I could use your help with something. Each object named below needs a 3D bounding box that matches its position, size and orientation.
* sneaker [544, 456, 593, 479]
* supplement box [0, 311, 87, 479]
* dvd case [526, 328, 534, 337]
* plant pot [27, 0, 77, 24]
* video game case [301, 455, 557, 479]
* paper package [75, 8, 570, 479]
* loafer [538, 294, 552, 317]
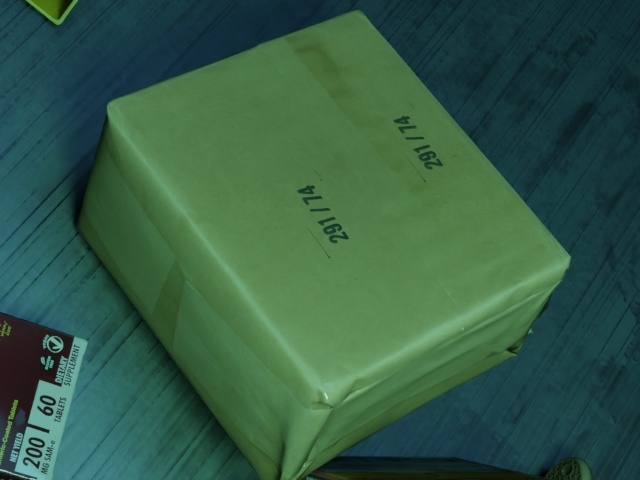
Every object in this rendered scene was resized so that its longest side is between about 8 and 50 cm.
[{"bbox_3d":[0.240,0.305,1.474,0.071,0.066,0.188,27,66,-36],"label":"sneaker"},{"bbox_3d":[-0.321,0.109,1.231,0.239,0.073,0.130,20,65,-20],"label":"supplement box"},{"bbox_3d":[0.147,0.080,1.524,0.119,0.013,0.087,-27,86,-33],"label":"dvd case"},{"bbox_3d":[-0.236,-0.265,1.408,0.081,0.081,0.083,39,47,-11],"label":"plant pot"},{"bbox_3d":[0.102,0.209,1.297,0.204,0.285,0.025,5,87,-26],"label":"video game case"},{"bbox_3d":[0.000,0.000,1.330,0.309,0.168,0.325,-25,65,-33],"label":"paper package"},{"bbox_3d":[0.135,-0.005,1.510,0.223,0.076,0.078,43,44,4],"label":"loafer"}]
